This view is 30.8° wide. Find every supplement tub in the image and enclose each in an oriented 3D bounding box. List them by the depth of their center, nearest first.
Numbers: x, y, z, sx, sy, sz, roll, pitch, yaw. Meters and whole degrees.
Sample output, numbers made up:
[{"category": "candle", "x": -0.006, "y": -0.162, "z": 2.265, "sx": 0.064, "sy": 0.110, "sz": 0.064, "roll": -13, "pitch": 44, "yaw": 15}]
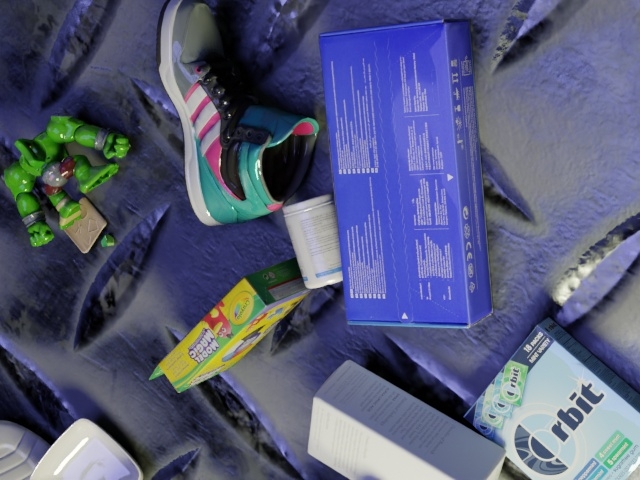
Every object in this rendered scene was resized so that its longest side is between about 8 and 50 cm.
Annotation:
[{"category": "supplement tub", "x": 0.000, "y": 0.000, "z": 1.436, "sx": 0.071, "sy": 0.071, "sz": 0.107, "roll": -14, "pitch": 93, "yaw": 32}]

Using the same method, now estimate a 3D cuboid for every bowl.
[{"category": "bowl", "x": -0.336, "y": 0.349, "z": 1.699, "sx": 0.142, "sy": 0.053, "sz": 0.142, "roll": 40, "pitch": 89, "yaw": 16}]

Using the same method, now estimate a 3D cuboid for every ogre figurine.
[{"category": "ogre figurine", "x": -0.362, "y": -0.099, "z": 1.612, "sx": 0.118, "sy": 0.097, "sz": 0.197, "roll": 46, "pitch": 123, "yaw": 7}]

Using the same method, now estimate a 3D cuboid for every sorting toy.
[{"category": "sorting toy", "x": -0.328, "y": -0.013, "z": 1.659, "sx": 0.083, "sy": 0.012, "sz": 0.062, "roll": 48, "pitch": 115, "yaw": 17}]

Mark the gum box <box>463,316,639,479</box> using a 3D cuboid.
[{"category": "gum box", "x": 0.281, "y": 0.207, "z": 1.334, "sx": 0.184, "sy": 0.041, "sz": 0.157, "roll": 43, "pitch": 119, "yaw": 17}]

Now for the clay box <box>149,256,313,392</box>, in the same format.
[{"category": "clay box", "x": -0.115, "y": 0.117, "z": 1.496, "sx": 0.053, "sy": 0.127, "sz": 0.222, "roll": 51, "pitch": 121, "yaw": 12}]

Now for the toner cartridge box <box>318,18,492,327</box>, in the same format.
[{"category": "toner cartridge box", "x": 0.100, "y": -0.076, "z": 1.358, "sx": 0.165, "sy": 0.075, "sz": 0.348, "roll": 0, "pitch": 101, "yaw": 31}]

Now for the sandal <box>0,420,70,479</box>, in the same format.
[{"category": "sandal", "x": -0.401, "y": 0.453, "z": 1.747, "sx": 0.416, "sy": 0.169, "sz": 0.102, "roll": 45, "pitch": 159, "yaw": 16}]

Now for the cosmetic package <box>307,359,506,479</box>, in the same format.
[{"category": "cosmetic package", "x": 0.100, "y": 0.255, "z": 1.408, "sx": 0.231, "sy": 0.085, "sz": 0.117, "roll": 28, "pitch": 137, "yaw": 21}]

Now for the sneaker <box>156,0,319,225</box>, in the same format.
[{"category": "sneaker", "x": -0.094, "y": -0.161, "z": 1.422, "sx": 0.178, "sy": 0.123, "sz": 0.296, "roll": 0, "pitch": 108, "yaw": 35}]
